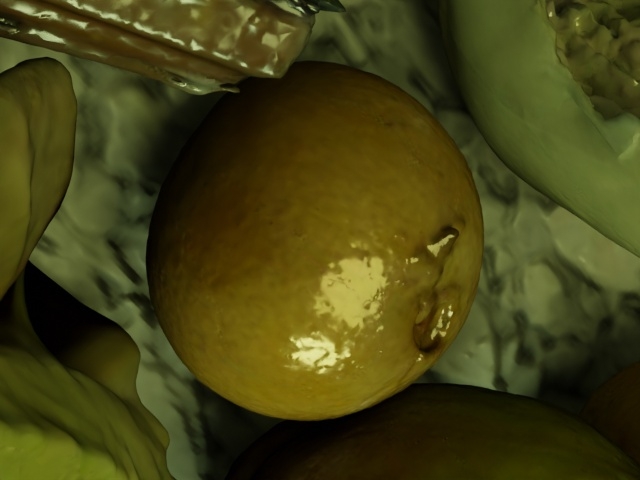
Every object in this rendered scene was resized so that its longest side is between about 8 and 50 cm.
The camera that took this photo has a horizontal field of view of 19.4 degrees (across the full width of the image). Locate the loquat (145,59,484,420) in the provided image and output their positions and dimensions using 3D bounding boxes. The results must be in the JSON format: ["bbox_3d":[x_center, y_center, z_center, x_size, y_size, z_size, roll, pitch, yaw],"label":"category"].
[{"bbox_3d":[0.000,0.000,0.734,0.141,0.141,0.141,-12,116,-26],"label":"loquat"}]

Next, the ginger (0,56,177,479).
[{"bbox_3d":[-0.196,0.154,0.641,0.358,0.211,0.413,-11,116,-24],"label":"ginger"}]

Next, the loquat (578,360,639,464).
[{"bbox_3d":[0.187,0.153,0.875,0.208,0.208,0.208,-12,116,-26],"label":"loquat"}]

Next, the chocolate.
[{"bbox_3d":[-0.153,-0.108,0.604,0.329,0.102,0.065,14,99,-28],"label":"chocolate"}]

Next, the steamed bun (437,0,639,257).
[{"bbox_3d":[0.153,-0.085,0.730,0.170,0.225,0.200,11,106,-33],"label":"steamed bun"}]

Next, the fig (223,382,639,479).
[{"bbox_3d":[0.076,0.125,0.759,0.274,0.170,0.146,-11,100,9],"label":"fig"}]
